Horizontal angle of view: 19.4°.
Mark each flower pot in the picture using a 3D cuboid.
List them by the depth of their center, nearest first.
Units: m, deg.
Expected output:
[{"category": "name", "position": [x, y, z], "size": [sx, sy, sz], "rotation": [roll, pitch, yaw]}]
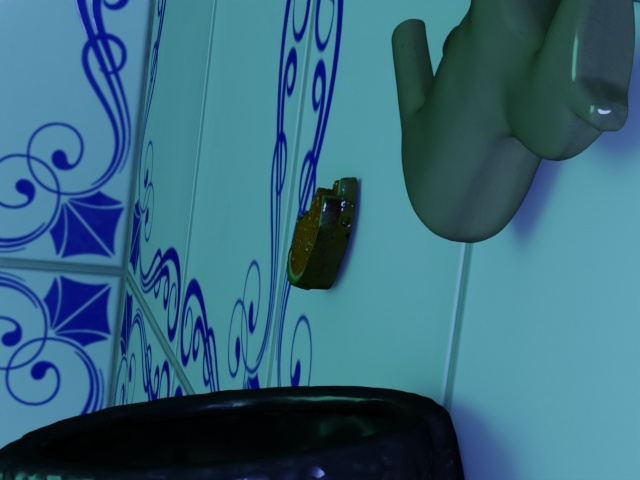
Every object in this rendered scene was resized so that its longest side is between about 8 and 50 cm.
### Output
[{"category": "flower pot", "position": [-0.042, 0.233, 1.055], "size": [0.266, 0.267, 0.267], "rotation": [-167, 70, -77]}]

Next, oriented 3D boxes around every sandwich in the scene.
[{"category": "sandwich", "position": [-0.001, 0.002, 1.403], "size": [0.135, 0.029, 0.067], "rotation": [122, 156, -65]}]

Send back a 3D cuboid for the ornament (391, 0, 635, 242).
[{"category": "ornament", "position": [0.098, -0.092, 0.948], "size": [0.230, 0.061, 0.245], "rotation": [112, 160, -46]}]
